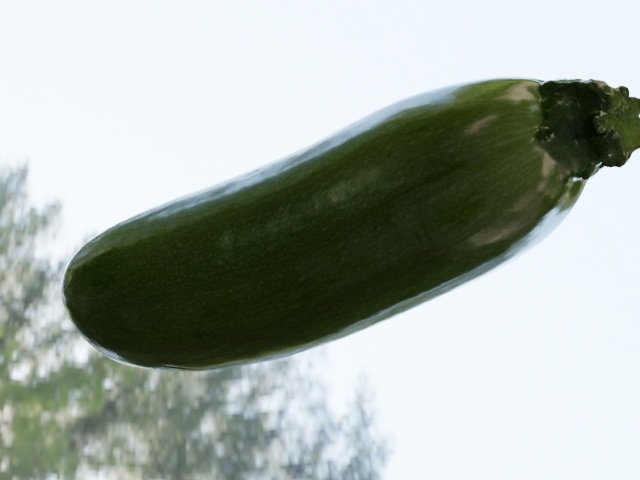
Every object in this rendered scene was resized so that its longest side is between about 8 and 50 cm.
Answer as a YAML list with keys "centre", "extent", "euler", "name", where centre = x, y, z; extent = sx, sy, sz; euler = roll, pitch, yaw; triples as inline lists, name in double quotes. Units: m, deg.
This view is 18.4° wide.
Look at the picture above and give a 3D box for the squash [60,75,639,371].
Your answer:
- centre: [0.000, 0.000, 1.050]
  extent: [0.395, 0.107, 0.107]
  euler: [-20, -61, 38]
  name: "squash"
